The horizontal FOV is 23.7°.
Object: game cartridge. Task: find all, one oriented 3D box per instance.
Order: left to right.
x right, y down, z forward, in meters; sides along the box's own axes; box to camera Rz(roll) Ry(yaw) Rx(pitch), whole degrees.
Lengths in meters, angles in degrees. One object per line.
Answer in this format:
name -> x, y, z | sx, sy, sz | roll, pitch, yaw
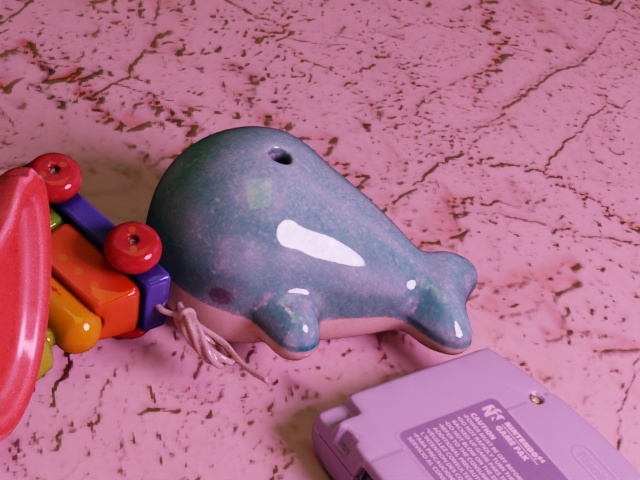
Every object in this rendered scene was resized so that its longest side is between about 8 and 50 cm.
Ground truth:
game cartridge -> 0.151, 0.205, 1.085 | 0.196, 0.060, 0.294 | -18, 51, -31

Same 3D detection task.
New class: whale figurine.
whale figurine -> 0.000, 0.000, 1.196 | 0.272, 0.141, 0.216 | 17, 39, -2

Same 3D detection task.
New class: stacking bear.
stacking bear -> -0.340, 0.040, 1.000 | 0.289, 0.164, 0.175 | 6, 31, 9

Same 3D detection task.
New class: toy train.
toy train -> -0.173, 0.059, 1.105 | 0.248, 0.105, 0.143 | 40, 57, 20
